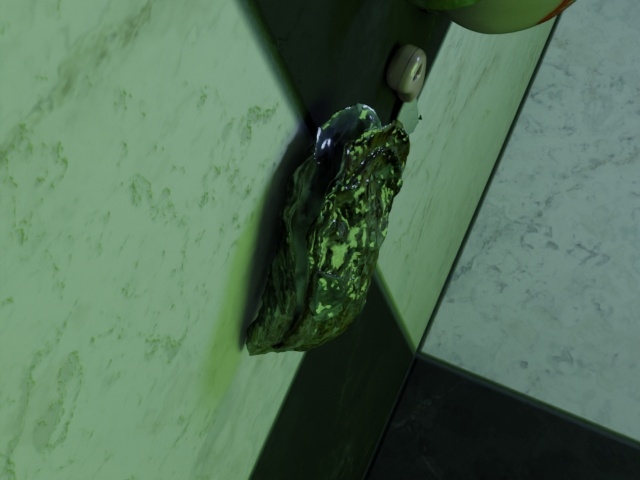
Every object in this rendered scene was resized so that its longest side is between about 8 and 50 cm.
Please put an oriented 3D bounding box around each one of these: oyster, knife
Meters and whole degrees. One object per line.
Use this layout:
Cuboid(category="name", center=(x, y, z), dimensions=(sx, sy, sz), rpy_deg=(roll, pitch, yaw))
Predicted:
Cuboid(category="oyster", center=(0.001, 0.005, 1.167), dimensions=(0.162, 0.158, 0.350), rpy_deg=(15, 108, -33))
Cuboid(category="knife", center=(0.140, -0.213, 1.517), dimensions=(0.081, 0.043, 0.336), rpy_deg=(-60, 166, -8))

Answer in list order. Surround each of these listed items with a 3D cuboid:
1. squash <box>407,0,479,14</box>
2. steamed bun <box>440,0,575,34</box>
Cuboid(category="squash", center=(0.148, -0.362, 1.121), dimensions=(0.170, 0.170, 0.123), rpy_deg=(-65, 152, -13))
Cuboid(category="steamed bun", center=(0.313, -0.474, 1.380), dimensions=(0.374, 0.241, 0.374), rpy_deg=(19, 90, -78))
